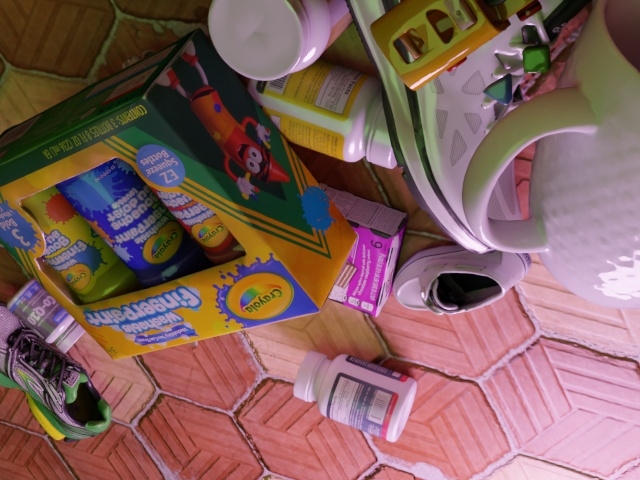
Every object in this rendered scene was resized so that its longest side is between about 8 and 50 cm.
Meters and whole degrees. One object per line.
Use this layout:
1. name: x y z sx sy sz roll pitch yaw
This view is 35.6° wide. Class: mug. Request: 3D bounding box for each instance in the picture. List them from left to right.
1. mug: 0.329 -0.082 1.089 0.374 0.276 0.328 -7 141 -20

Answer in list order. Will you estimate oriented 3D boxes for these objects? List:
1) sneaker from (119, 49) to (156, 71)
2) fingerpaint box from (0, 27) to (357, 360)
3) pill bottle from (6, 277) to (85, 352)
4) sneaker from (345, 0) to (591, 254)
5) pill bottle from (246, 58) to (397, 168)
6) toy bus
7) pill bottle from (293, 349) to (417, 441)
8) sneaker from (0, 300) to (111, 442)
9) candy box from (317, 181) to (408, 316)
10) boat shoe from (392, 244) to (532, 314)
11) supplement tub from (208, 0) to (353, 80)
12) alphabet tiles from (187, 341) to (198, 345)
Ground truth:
1. sneaker: -0.268 -0.211 1.466 0.292 0.110 0.118 -10 101 31
2. fingerpaint box: -0.238 -0.035 1.397 0.445 0.163 0.371 -16 123 38
3. pill bottle: -0.498 0.138 1.828 0.137 0.078 0.078 42 130 -6
4. sneaker: 0.212 -0.191 1.181 0.258 0.169 0.447 -11 114 34
5. pill bottle: 0.015 -0.174 1.326 0.209 0.119 0.119 21 129 13
6. toy bus: 0.153 -0.246 1.054 0.191 0.104 0.202 14 115 16
7. pill bottle: 0.054 0.243 1.604 0.180 0.108 0.107 19 129 15
8. sneaker: -0.515 0.236 1.873 0.146 0.134 0.343 -17 122 41
9. candy box: 0.000 0.000 1.485 0.234 0.071 0.159 20 129 14
10. boat shoe: 0.178 0.060 1.401 0.095 0.084 0.258 50 144 -8
11. supplement tub: -0.037 -0.291 1.217 0.144 0.199 0.144 13 127 19
12. alphabet tiles: -0.330 0.050 1.727 0.343 0.011 0.285 10 126 21
